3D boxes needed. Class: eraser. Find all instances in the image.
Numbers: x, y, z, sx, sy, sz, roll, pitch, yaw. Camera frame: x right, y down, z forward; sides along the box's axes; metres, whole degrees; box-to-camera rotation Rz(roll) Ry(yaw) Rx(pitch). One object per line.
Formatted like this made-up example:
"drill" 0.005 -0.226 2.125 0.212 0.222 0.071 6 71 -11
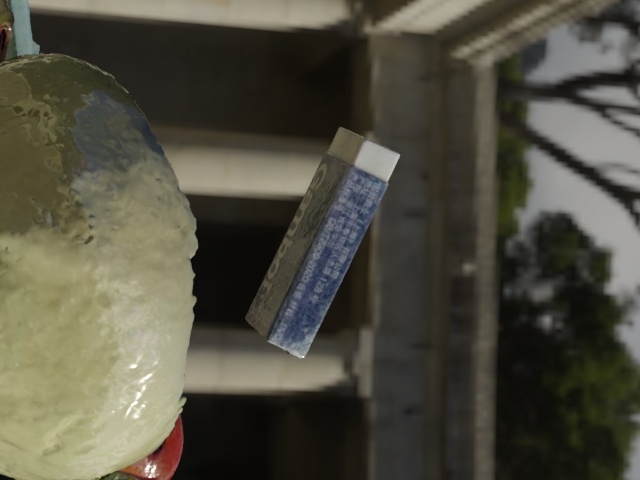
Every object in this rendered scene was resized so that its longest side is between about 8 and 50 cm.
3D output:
"eraser" 0.000 0.000 1.800 0.212 0.046 0.092 -65 -161 3

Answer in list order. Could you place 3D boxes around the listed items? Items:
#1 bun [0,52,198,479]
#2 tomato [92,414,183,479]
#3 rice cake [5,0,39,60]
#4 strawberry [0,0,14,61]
"bun" -0.264 0.028 1.518 0.364 0.202 0.364 15 -71 52
"tomato" -0.225 0.187 1.894 0.167 0.167 0.167 -177 -90 -71
"rice cake" -0.356 -0.247 2.250 0.030 0.042 0.180 -11 -96 39
"strawberry" -0.380 -0.218 1.839 0.236 0.111 0.190 -27 -114 58
